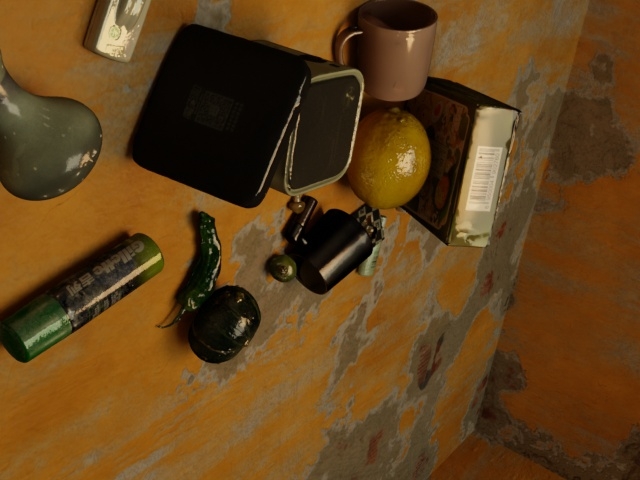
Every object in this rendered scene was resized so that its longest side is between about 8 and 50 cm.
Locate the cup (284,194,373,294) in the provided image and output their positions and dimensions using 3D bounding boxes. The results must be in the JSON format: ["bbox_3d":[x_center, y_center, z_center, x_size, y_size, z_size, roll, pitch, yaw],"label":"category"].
[{"bbox_3d":[-0.004,0.006,2.217,0.177,0.239,0.166,-43,-174,-25],"label":"cup"}]

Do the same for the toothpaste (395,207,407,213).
[{"bbox_3d":[0.277,-0.243,2.537,0.100,0.066,0.323,-20,123,-51],"label":"toothpaste"}]

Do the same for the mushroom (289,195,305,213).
[{"bbox_3d":[-0.067,-0.192,2.036,0.068,0.043,0.306,-65,156,-44],"label":"mushroom"}]

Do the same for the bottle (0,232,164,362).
[{"bbox_3d":[-0.440,0.103,1.579,0.330,0.093,0.093,-39,141,-39],"label":"bottle"}]

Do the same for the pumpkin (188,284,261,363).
[{"bbox_3d":[-0.220,0.192,1.941,0.190,0.146,0.190,-38,-178,2],"label":"pumpkin"}]

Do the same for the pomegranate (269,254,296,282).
[{"bbox_3d":[-0.093,0.076,2.137,0.073,0.085,0.073,-7,124,-11],"label":"pomegranate"}]

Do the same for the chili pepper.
[{"bbox_3d":[-0.267,0.071,1.873,0.122,0.065,0.279,6,104,-51],"label":"chili pepper"}]

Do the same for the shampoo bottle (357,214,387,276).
[{"bbox_3d":[0.160,0.014,2.551,0.069,0.041,0.191,-4,115,-50],"label":"shampoo bottle"}]

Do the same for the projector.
[{"bbox_3d":[-0.087,-0.257,1.734,0.248,0.249,0.248,-24,131,-51],"label":"projector"}]

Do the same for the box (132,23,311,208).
[{"bbox_3d":[-0.182,-0.231,1.559,0.290,0.288,0.073,-68,159,0],"label":"box"}]

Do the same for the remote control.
[{"bbox_3d":[-0.322,-0.417,1.430,0.090,0.049,0.230,8,106,-57],"label":"remote control"}]

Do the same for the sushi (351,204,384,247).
[{"bbox_3d":[0.106,-0.023,2.443,0.201,0.031,0.139,-35,122,-41],"label":"sushi"}]

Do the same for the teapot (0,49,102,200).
[{"bbox_3d":[-0.458,-0.186,1.277,0.184,0.183,0.251,-55,137,-18],"label":"teapot"}]

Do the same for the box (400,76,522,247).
[{"bbox_3d":[0.346,-0.224,2.294,0.138,0.420,0.373,2,110,-21],"label":"box"}]

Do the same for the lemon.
[{"bbox_3d":[0.177,-0.214,2.221,0.236,0.235,0.263,-44,125,-34],"label":"lemon"}]

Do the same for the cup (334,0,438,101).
[{"bbox_3d":[0.153,-0.458,2.071,0.252,0.191,0.201,-13,131,-19],"label":"cup"}]
